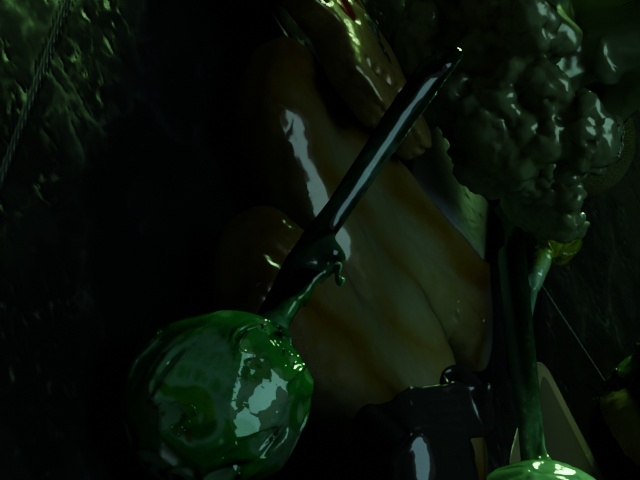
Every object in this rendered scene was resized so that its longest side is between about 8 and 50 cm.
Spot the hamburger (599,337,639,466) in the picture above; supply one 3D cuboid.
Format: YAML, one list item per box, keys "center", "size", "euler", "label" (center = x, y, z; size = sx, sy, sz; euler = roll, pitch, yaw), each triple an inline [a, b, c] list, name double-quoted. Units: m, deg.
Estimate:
- center: [0.374, 0.184, 1.535]
  size: [0.265, 0.134, 0.285]
  euler: [42, 14, 14]
  label: "hamburger"

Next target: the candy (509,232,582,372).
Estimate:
- center: [0.179, 0.036, 1.439]
  size: [0.062, 0.058, 0.194]
  euler: [48, 42, -26]
  label: "candy"

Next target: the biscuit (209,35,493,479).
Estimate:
- center: [0.027, 0.036, 1.107]
  size: [0.290, 0.062, 0.237]
  euler: [48, 35, -41]
  label: "biscuit"

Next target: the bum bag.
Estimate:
- center: [0.044, 0.219, 0.975]
  size: [0.142, 0.080, 0.326]
  euler: [41, 52, -56]
  label: "bum bag"

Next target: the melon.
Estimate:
- center: [0.223, -0.083, 1.541]
  size: [0.162, 0.099, 0.099]
  euler: [-26, 97, -59]
  label: "melon"

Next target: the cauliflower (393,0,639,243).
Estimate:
- center: [0.185, -0.149, 1.321]
  size: [0.260, 0.281, 0.327]
  euler: [-39, 120, -30]
  label: "cauliflower"

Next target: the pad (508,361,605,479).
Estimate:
- center: [0.219, 0.242, 1.426]
  size: [0.266, 0.002, 0.176]
  euler: [61, 27, -21]
  label: "pad"

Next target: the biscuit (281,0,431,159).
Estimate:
- center: [0.008, -0.158, 1.158]
  size: [0.166, 0.036, 0.225]
  euler: [35, 25, -57]
  label: "biscuit"

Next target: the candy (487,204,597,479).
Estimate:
- center: [0.154, 0.112, 1.287]
  size: [0.119, 0.119, 0.440]
  euler: [55, 23, -32]
  label: "candy"

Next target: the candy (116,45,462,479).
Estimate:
- center: [0.002, 0.001, 0.935]
  size: [0.097, 0.097, 0.323]
  euler: [55, 54, -32]
  label: "candy"
